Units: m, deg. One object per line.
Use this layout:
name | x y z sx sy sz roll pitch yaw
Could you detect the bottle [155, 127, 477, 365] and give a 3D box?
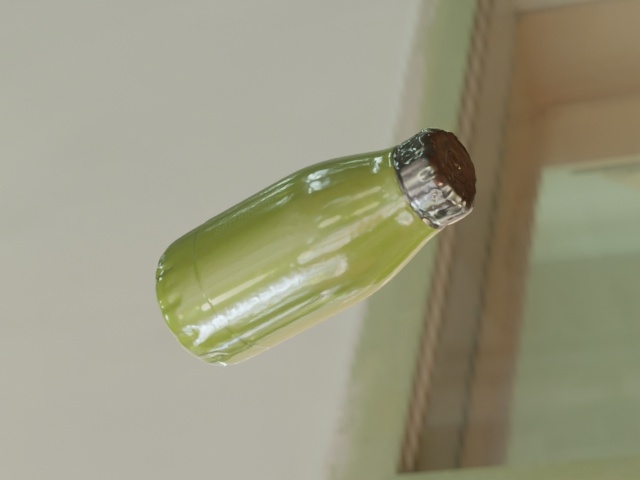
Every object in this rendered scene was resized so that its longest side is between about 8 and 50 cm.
bottle | 0.000 0.000 1.459 0.112 0.260 0.112 39 -144 -36
